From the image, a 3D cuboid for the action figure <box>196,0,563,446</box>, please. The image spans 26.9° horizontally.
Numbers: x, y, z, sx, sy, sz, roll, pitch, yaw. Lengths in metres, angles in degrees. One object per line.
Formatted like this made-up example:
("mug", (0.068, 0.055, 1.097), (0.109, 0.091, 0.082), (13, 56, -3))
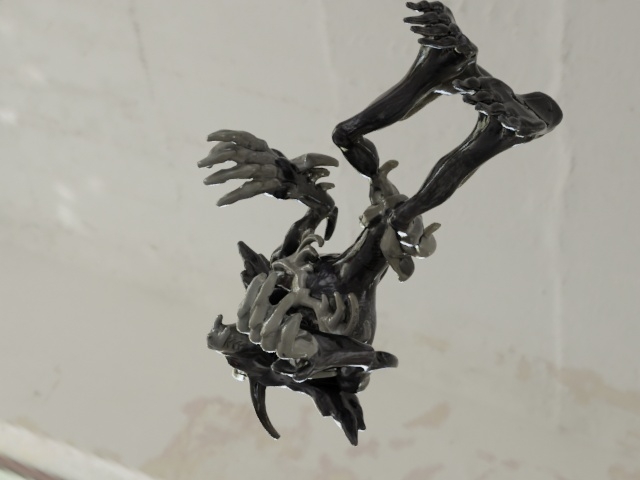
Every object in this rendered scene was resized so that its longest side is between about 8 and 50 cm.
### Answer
("action figure", (0.000, 0.000, 0.740), (0.141, 0.164, 0.276), (12, -55, -40))
